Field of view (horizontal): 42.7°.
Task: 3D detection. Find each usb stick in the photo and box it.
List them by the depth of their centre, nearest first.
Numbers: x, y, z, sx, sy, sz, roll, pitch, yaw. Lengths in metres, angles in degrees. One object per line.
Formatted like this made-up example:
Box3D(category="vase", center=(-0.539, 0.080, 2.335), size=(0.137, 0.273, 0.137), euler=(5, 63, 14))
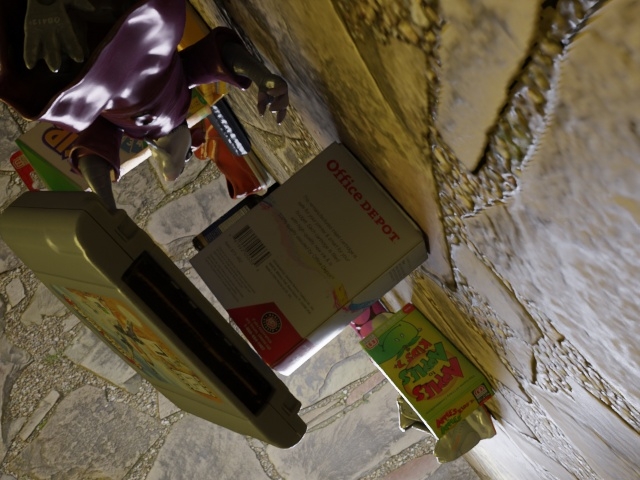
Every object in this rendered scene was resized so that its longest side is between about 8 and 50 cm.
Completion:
Box3D(category="usb stick", center=(-0.191, -0.239, 1.457), size=(0.077, 0.045, 0.278), euler=(48, 176, 28))

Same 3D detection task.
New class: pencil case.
Box3D(category="pencil case", center=(0.082, 0.147, 1.558), size=(0.098, 0.095, 0.209), euler=(-13, 120, 46))

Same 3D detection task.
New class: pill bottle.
Box3D(category="pill bottle", center=(-0.150, -0.020, 1.721), size=(0.122, 0.219, 0.123), euler=(51, 176, 5))

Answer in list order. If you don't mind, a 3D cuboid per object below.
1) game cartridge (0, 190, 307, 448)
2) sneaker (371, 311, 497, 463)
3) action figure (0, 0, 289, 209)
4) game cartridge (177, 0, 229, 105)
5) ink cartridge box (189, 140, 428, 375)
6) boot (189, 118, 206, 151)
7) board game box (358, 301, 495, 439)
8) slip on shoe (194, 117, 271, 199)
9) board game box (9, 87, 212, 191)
Box3D(category="game cartridge", center=(-0.156, 0.075, 0.750), size=(0.198, 0.062, 0.297), euler=(-1, 136, 48))
Box3D(category="sneaker", center=(0.150, 0.229, 1.282), size=(0.262, 0.121, 0.099), euler=(50, 175, 24))
Box3D(category="action figure", center=(-0.197, -0.160, 0.777), size=(0.275, 0.248, 0.370), euler=(52, 174, 11))
Box3D(category="game cartridge", center=(-0.237, -0.332, 1.095), size=(0.323, 0.053, 0.285), euler=(50, 176, -6))
Box3D(category="ink cartridge box", center=(-0.007, 0.017, 0.745), size=(0.127, 0.175, 0.072), euler=(50, 179, 20))
Box3D(category="boot", center=(-0.281, -0.271, 1.257), size=(0.283, 0.109, 0.220), euler=(58, 172, 4))
Box3D(category="board game box", center=(0.135, 0.166, 1.075), size=(0.043, 0.092, 0.181), euler=(56, 174, -37))
Box3D(category="slip on shoe", center=(-0.225, -0.214, 1.695), size=(0.331, 0.101, 0.123), euler=(56, 176, -33))
Box3D(category="board game box", center=(-0.286, -0.146, 1.097), size=(0.124, 0.259, 0.039), euler=(51, 175, 17))
